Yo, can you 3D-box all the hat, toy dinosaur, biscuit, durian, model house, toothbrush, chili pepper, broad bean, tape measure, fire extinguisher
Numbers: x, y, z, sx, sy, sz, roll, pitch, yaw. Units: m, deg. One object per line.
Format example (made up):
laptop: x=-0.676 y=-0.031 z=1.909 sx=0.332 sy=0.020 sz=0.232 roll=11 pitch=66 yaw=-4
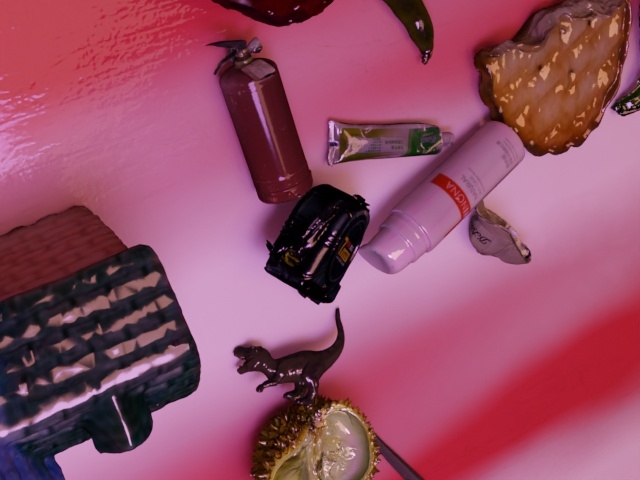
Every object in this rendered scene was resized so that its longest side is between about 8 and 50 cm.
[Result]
hat: x=0.319 y=-0.009 z=1.735 sx=0.081 sy=0.122 sz=0.166 roll=-39 pitch=151 yaw=4
toy dinosaur: x=-0.043 y=0.184 z=1.602 sx=0.187 sy=0.087 sz=0.178 roll=16 pitch=81 yaw=-23
biscuit: x=0.417 y=-0.319 z=1.718 sx=0.335 sy=0.078 sz=0.329 roll=12 pitch=103 yaw=-33
durian: x=-0.016 y=0.381 z=1.636 sx=0.237 sy=0.176 sz=0.200 roll=-48 pitch=110 yaw=-14
model house: x=-0.392 y=0.206 z=1.229 sx=0.446 sy=0.400 sz=0.394 roll=-25 pitch=115 yaw=-22
toothbrush: x=0.133 y=0.418 z=1.832 sx=0.030 sy=0.030 sz=0.297 roll=-32 pitch=125 yaw=13
chili pepper: x=0.636 y=-0.382 z=1.828 sx=0.122 sy=0.065 sz=0.278 roll=-15 pitch=118 yaw=-30
broad bean: x=0.127 y=-0.394 z=1.534 sx=0.065 sy=0.046 sz=0.254 roll=-42 pitch=125 yaw=4
tape measure: x=0.000 y=0.000 z=1.536 sx=0.186 sy=0.112 sz=0.199 roll=-58 pitch=163 yaw=-5
fire extinguisher: x=-0.094 y=-0.190 z=1.443 sx=0.105 sy=0.105 sz=0.268 roll=-28 pitch=120 yaw=-20

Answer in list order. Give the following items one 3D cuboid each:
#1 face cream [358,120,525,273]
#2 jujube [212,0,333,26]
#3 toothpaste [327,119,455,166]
face cream: x=0.213 y=-0.071 z=1.644 sx=0.345 sy=0.102 sz=0.102 roll=-44 pitch=123 yaw=-20
jujube: x=-0.125 y=-0.433 z=1.251 sx=0.377 sy=0.258 sz=0.258 roll=14 pitch=99 yaw=-39
toothpaste: x=0.122 y=-0.170 z=1.613 sx=0.248 sy=0.047 sz=0.078 roll=-5 pitch=105 yaw=-27
